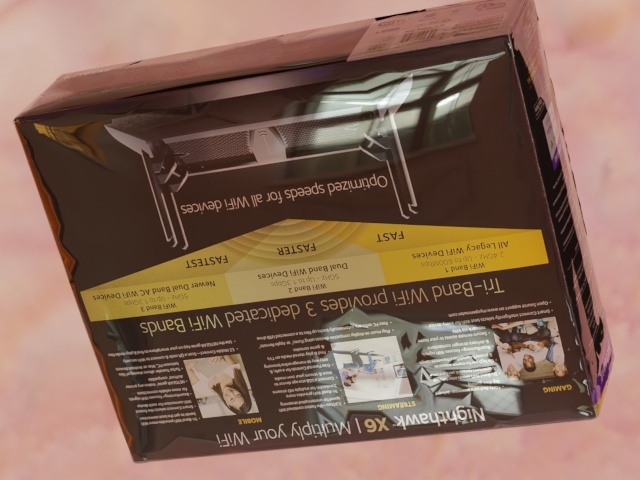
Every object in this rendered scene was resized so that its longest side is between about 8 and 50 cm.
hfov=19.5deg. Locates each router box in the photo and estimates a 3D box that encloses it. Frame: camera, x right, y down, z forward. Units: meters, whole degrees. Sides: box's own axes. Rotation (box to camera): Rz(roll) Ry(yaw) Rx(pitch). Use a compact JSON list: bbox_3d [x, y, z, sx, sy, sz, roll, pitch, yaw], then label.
[{"bbox_3d":[0.000,0.000,1.116,0.309,0.243,0.081,-7,23,20],"label":"router box"}]
